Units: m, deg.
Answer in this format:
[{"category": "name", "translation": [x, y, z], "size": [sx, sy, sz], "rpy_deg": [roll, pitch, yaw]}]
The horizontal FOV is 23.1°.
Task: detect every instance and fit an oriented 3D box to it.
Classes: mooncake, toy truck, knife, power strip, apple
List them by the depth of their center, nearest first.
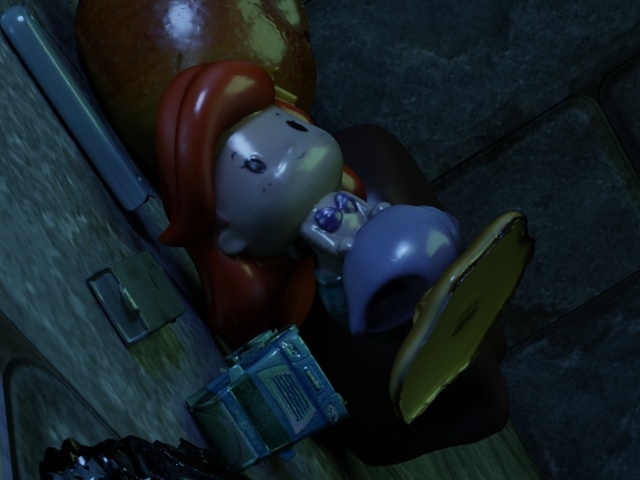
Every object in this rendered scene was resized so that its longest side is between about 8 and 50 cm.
[{"category": "power strip", "translation": [-0.109, 0.033, 0.955], "size": [0.051, 0.019, 0.136], "rpy_deg": [56, 6, -1]}, {"category": "toy truck", "translation": [-0.043, 0.100, 0.989], "size": [0.067, 0.081, 0.175], "rpy_deg": [58, -13, -4]}, {"category": "knife", "translation": [-0.168, -0.091, 1.081], "size": [0.162, 0.023, 0.044], "rpy_deg": [57, 2, -8]}, {"category": "apple", "translation": [-0.093, -0.154, 1.277], "size": [0.210, 0.173, 0.235], "rpy_deg": [50, 12, -51]}, {"category": "mooncake", "translation": [0.049, 0.056, 1.376], "size": [0.334, 0.174, 0.326], "rpy_deg": [57, 9, -36]}]

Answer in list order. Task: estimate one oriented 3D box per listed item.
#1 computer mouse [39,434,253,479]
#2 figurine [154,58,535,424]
[{"category": "computer mouse", "translation": [-0.039, 0.151, 0.645], "size": [0.146, 0.077, 0.241], "rpy_deg": [38, 0, 38]}, {"category": "figurine", "translation": [-0.005, 0.003, 1.095], "size": [0.257, 0.181, 0.208], "rpy_deg": [33, -4, 21]}]
